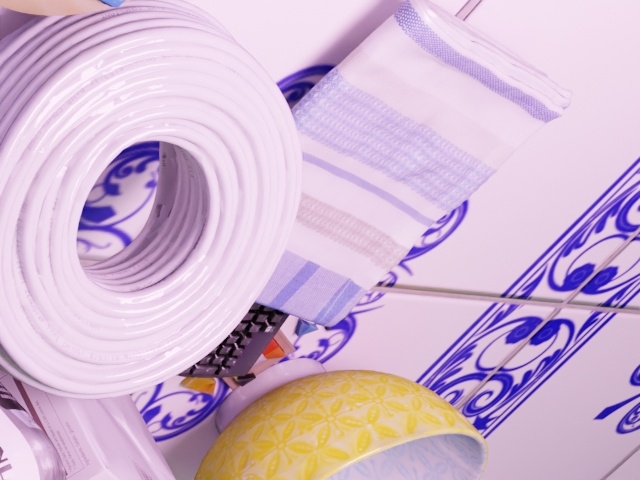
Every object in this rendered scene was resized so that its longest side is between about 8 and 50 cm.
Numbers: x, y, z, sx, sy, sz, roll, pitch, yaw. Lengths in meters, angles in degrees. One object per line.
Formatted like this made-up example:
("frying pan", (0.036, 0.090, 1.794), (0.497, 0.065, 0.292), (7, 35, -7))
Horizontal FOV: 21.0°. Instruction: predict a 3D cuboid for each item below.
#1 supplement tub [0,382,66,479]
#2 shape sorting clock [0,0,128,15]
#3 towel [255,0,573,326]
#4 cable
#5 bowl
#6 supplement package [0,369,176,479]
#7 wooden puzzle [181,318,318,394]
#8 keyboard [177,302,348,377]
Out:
("supplement tub", (-0.275, 0.114, 0.953), (0.193, 0.316, 0.193), (-41, 165, -14))
("shape sorting clock", (-0.116, -0.208, 0.931), (0.206, 0.040, 0.206), (-22, 147, -15))
("towel", (0.036, -0.049, 1.284), (0.285, 0.034, 0.209), (-43, 143, 19))
("cable", (-0.127, -0.028, 1.069), (0.257, 0.089, 0.257), (-45, 134, -15))
("bowl", (-0.010, 0.201, 1.559), (0.289, 0.156, 0.289), (-24, 150, -15))
("supplement package", (-0.211, 0.161, 1.243), (0.145, 0.204, 0.262), (-32, 152, 0))
("wooden puzzle", (-0.059, 0.103, 1.506), (0.116, 0.014, 0.078), (-36, 152, 6))
("keyboard", (0.000, 0.000, 1.375), (0.201, 0.033, 0.317), (-2, 138, -44))
